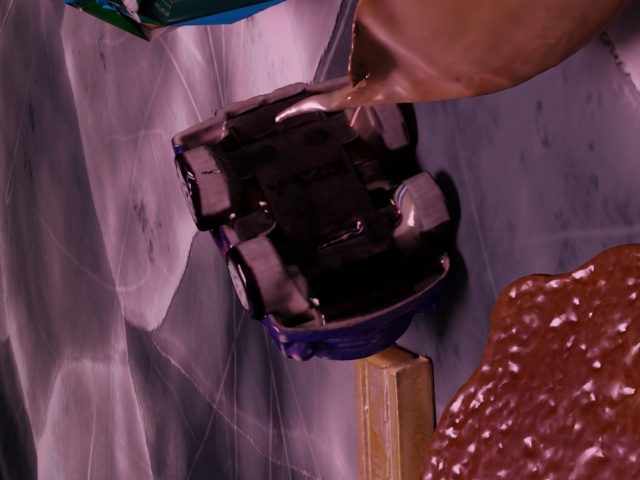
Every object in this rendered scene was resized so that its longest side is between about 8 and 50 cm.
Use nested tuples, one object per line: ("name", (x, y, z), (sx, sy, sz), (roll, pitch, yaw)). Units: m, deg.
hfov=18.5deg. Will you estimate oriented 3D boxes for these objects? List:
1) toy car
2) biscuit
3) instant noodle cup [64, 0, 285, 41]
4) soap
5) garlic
("toy car", (0.000, 0.000, 1.502), (0.158, 0.172, 0.235), (80, 167, -50))
("biscuit", (0.161, 0.131, 1.067), (0.273, 0.049, 0.257), (17, 88, 51))
("instant noodle cup", (-0.122, -0.280, 1.661), (0.178, 0.240, 0.240), (165, 97, -78))
("soap", (0.063, 0.210, 1.559), (0.092, 0.037, 0.252), (-164, 68, -67))
("garlic", (0.093, -0.190, 1.112), (0.338, 0.196, 0.151), (103, 168, -50))
